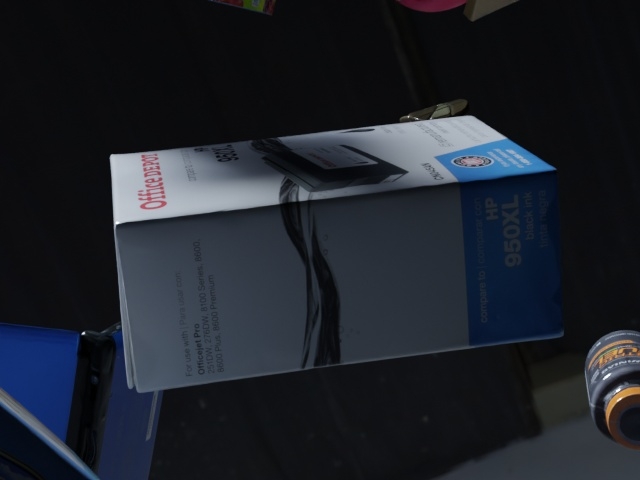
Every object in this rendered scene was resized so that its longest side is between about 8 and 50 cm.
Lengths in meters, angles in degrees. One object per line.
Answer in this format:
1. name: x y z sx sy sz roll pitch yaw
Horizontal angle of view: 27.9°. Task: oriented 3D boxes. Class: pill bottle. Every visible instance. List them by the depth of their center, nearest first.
1. pill bottle: 0.469 0.230 1.941 0.130 0.130 0.245 -18 10 12

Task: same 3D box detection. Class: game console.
1. game console: -0.318 0.210 1.529 0.173 0.293 0.250 19 21 17

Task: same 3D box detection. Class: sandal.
1. sandal: 0.166 -0.165 1.879 0.090 0.060 0.219 -18 5 -9

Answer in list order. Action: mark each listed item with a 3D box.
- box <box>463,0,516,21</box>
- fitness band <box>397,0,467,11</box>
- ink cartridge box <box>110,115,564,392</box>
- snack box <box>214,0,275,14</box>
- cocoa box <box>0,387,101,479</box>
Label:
1. box: 0.280 -0.393 1.741 0.164 0.021 0.201 -27 -23 -20
2. fitness band: 0.157 -0.449 1.865 0.209 0.054 0.291 -39 52 7
3. ink cartridge box: 0.000 0.000 1.243 0.395 0.166 0.285 -7 17 -8
4. snack box: -0.138 -0.464 1.956 0.175 0.207 0.070 14 8 10
5. cocoa box: -0.318 0.226 1.049 0.228 0.231 0.347 -50 14 -13
